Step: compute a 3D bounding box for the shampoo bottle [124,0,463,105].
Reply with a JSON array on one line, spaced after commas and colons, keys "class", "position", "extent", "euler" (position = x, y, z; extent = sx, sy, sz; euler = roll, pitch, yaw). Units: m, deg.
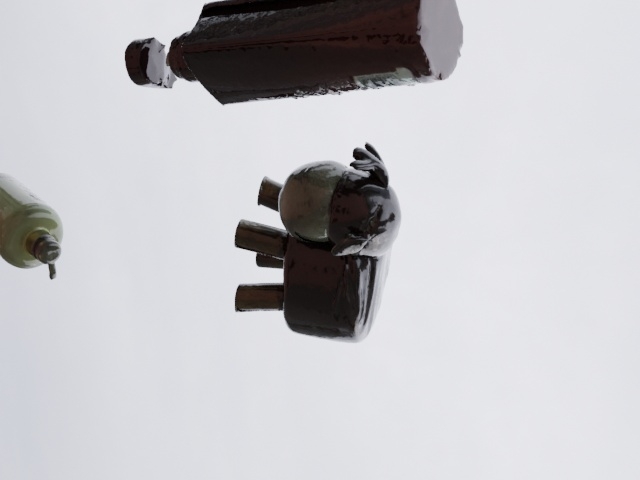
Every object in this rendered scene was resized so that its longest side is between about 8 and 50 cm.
[{"class": "shampoo bottle", "position": [-0.025, -0.121, 0.794], "extent": [0.236, 0.068, 0.067], "euler": [0, -122, 34]}]

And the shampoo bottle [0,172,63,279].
[{"class": "shampoo bottle", "position": [-0.335, -0.016, 1.414], "extent": [0.162, 0.079, 0.079], "euler": [32, -56, 46]}]

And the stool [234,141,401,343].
[{"class": "stool", "position": [0.000, 0.000, 0.956], "extent": [0.121, 0.125, 0.217], "euler": [13, -23, 8]}]
